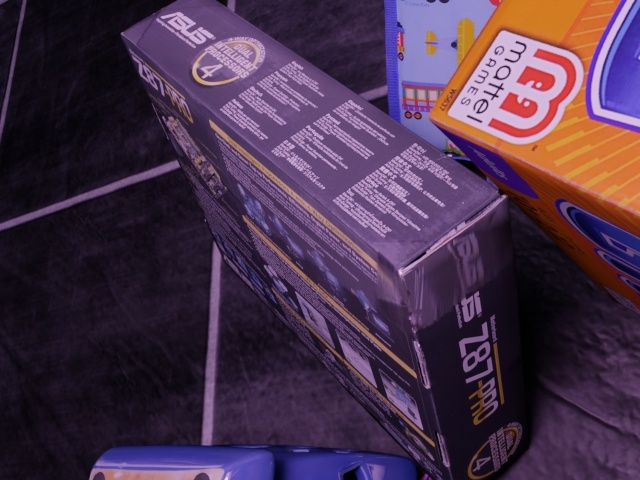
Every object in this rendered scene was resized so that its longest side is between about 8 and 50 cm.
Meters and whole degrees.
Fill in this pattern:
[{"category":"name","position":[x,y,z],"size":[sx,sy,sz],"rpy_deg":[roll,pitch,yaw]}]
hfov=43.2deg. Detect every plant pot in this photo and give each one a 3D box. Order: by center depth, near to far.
[{"category":"plant pot","position":[-0.075,0.283,0.675],"size":[0.236,0.212,0.235],"rpy_deg":[-11,65,40]}]

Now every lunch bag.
[{"category":"lunch bag","position":[0.171,-0.185,0.710],"size":[0.221,0.138,0.293],"rpy_deg":[9,111,22]}]

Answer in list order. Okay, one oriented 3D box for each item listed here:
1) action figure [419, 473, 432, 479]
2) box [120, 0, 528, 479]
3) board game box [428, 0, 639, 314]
[{"category":"action figure","position":[0.095,0.236,0.711],"size":[0.038,0.030,0.115],"rpy_deg":[13,77,44]},{"category":"box","position":[0.000,0.000,0.693],"size":[0.097,0.318,0.395],"rpy_deg":[-36,48,-14]},{"category":"board game box","position":[0.357,-0.081,0.444],"size":[0.356,0.357,0.356],"rpy_deg":[33,92,40]}]
